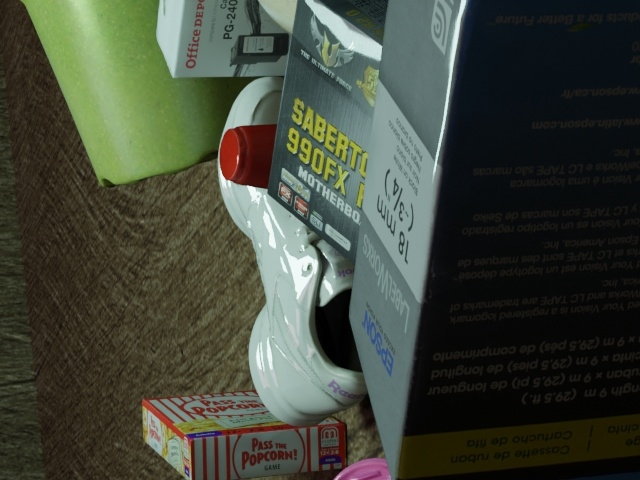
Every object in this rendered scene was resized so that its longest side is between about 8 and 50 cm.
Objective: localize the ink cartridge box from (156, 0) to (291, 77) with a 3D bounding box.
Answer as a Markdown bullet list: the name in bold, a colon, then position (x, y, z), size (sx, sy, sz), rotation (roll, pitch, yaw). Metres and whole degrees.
- **ink cartridge box**: position (-0.060, -0.202, 1.703), size (0.063, 0.150, 0.109), rotation (-113, 26, -47)

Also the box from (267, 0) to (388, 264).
- **box**: position (0.065, -0.053, 1.350), size (0.231, 0.056, 0.183), rotation (39, 137, 32)

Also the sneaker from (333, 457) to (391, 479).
- **sneaker**: position (0.098, 0.265, 1.404), size (0.103, 0.111, 0.252), rotation (-20, 88, 27)

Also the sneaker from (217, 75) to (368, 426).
- **sneaker**: position (0.000, 0.000, 1.671), size (0.152, 0.114, 0.305), rotation (-24, 74, 57)

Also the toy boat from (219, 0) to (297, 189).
- **toy boat**: position (0.018, -0.181, 1.524), size (0.267, 0.148, 0.318), rotation (-133, 50, -56)

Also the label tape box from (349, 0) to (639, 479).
- **label tape box**: position (0.143, 0.008, 0.960), size (0.106, 0.241, 0.333), rotation (-122, 33, -55)

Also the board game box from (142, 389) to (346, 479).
- **board game box**: position (-0.075, 0.181, 1.828), size (0.193, 0.147, 0.045), rotation (-163, 70, -71)

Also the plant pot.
- **plant pot**: position (-0.156, -0.192, 1.887), size (0.276, 0.276, 0.254), rotation (177, 78, -72)
